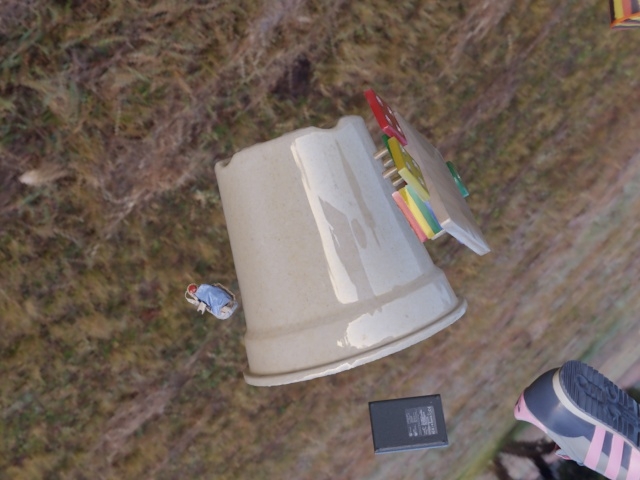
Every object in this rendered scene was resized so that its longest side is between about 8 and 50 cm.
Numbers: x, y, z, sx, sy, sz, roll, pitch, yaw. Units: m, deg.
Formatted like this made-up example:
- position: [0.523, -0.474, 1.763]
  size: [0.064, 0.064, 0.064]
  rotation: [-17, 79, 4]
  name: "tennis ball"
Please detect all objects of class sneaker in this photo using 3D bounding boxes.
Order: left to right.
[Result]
- position: [0.430, 0.306, 1.232]
  size: [0.131, 0.319, 0.112]
  rotation: [-40, -169, 43]
  name: "sneaker"

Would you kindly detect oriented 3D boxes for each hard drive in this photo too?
- position: [0.159, 0.335, 1.508]
  size: [0.135, 0.094, 0.022]
  rotation: [-6, 157, -1]
  name: "hard drive"

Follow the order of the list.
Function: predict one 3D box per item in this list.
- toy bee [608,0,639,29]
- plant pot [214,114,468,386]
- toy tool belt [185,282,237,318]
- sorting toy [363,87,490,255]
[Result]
- position: [0.466, -0.286, 0.862]
  size: [0.298, 0.195, 0.162]
  rotation: [-26, -179, 2]
  name: "toy bee"
- position: [0.000, 0.000, 1.164]
  size: [0.334, 0.305, 0.334]
  rotation: [-19, -176, 1]
  name: "plant pot"
- position: [-0.168, 0.087, 1.247]
  size: [0.052, 0.083, 0.051]
  rotation: [-62, 173, -5]
  name: "toy tool belt"
- position: [0.104, -0.049, 0.833]
  size: [0.046, 0.132, 0.274]
  rotation: [-31, 155, 17]
  name: "sorting toy"
